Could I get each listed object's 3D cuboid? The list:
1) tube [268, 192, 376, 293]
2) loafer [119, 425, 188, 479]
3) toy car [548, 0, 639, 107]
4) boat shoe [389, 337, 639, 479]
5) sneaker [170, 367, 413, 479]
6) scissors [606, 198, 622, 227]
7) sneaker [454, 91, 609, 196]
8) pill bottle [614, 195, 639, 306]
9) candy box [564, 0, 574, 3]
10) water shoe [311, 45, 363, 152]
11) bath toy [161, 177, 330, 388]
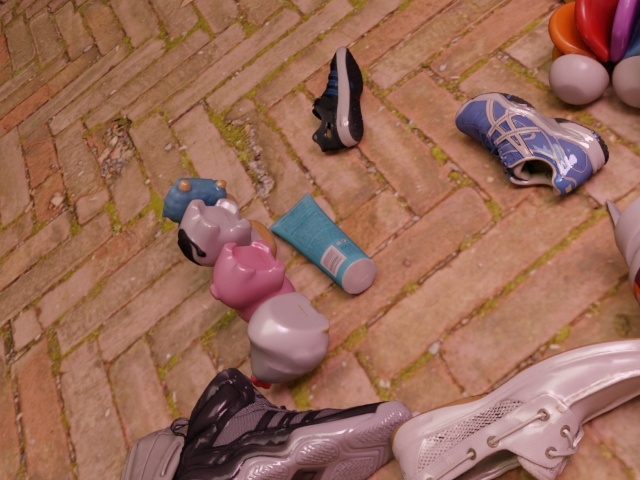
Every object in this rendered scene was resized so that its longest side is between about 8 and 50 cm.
[{"bbox_3d":[0.000,0.000,0.913,0.080,0.052,0.207,-39,41,-7],"label":"tube"},{"bbox_3d":[-0.167,0.350,0.708,0.111,0.112,0.319,-27,47,22],"label":"loafer"},{"bbox_3d":[0.373,-0.260,0.817,0.182,0.136,0.159,14,65,37],"label":"toy car"},{"bbox_3d":[0.202,0.184,0.626,0.277,0.098,0.096,-31,47,20],"label":"boat shoe"},{"bbox_3d":[-0.041,0.201,0.729,0.269,0.101,0.153,-20,42,-5],"label":"sneaker"},{"bbox_3d":[0.342,0.071,0.672,0.109,0.021,0.297,-32,48,6],"label":"scissors"},{"bbox_3d":[0.247,-0.124,0.831,0.081,0.080,0.211,-47,46,-12],"label":"sneaker"},{"bbox_3d":[0.351,0.051,0.579,0.121,0.121,0.221,-23,37,14],"label":"pill bottle"},{"bbox_3d":[0.414,-0.404,0.899,0.109,0.053,0.187,-52,18,-12],"label":"candy box"},{"bbox_3d":[0.020,-0.230,1.050,0.080,0.073,0.203,-16,50,23],"label":"water shoe"},{"bbox_3d":[-0.099,0.056,0.877,0.348,0.151,0.129,52,128,41],"label":"bath toy"}]
